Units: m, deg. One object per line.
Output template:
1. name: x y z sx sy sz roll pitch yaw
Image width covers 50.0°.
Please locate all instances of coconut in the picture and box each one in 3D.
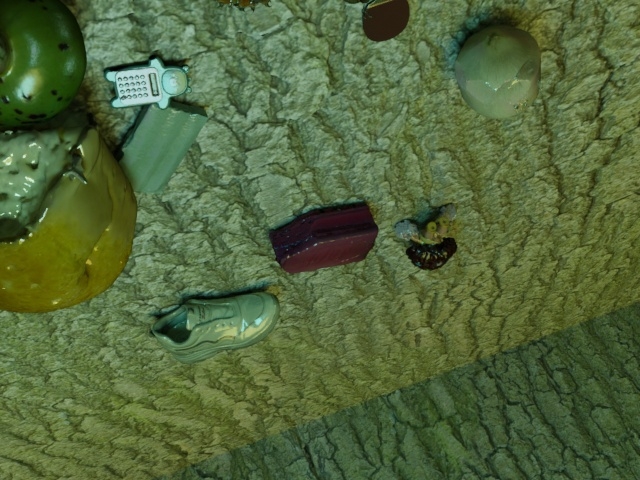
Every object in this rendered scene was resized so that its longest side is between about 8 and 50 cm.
1. coconut: 0.341 -0.325 1.308 0.171 0.170 0.183 -26 156 9

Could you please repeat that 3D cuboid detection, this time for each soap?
1. soap: 0.000 0.000 1.681 0.250 0.099 0.162 -10 154 -17

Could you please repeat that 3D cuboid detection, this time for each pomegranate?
1. pomegranate: -0.423 -0.248 0.926 0.202 0.202 0.248 -25 -172 6

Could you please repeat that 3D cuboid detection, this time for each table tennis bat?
1. table tennis bat: 0.112 -0.408 1.196 0.087 0.013 0.156 -18 150 0

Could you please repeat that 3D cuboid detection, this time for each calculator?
1. calculator: -0.287 -0.262 1.152 0.141 0.019 0.094 -10 122 -10

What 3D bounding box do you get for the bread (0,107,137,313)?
1. bread: -0.499 -0.023 1.171 0.361 0.250 0.394 -10 148 0

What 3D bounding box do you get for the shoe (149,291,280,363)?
1. shoe: -0.281 0.215 1.805 0.342 0.132 0.210 -23 151 10

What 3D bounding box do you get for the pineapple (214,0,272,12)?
1. pineapple: -0.101 -0.390 0.977 0.176 0.136 0.161 -20 149 -4

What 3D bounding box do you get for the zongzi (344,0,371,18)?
1. zongzi: 0.018 -0.443 1.036 0.184 0.084 0.187 6 146 -14

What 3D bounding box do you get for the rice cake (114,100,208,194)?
1. rice cake: -0.314 -0.169 1.284 0.127 0.043 0.237 7 138 -36

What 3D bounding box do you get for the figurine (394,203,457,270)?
1. figurine: 0.296 -0.002 1.825 0.175 0.115 0.240 -18 148 -5
